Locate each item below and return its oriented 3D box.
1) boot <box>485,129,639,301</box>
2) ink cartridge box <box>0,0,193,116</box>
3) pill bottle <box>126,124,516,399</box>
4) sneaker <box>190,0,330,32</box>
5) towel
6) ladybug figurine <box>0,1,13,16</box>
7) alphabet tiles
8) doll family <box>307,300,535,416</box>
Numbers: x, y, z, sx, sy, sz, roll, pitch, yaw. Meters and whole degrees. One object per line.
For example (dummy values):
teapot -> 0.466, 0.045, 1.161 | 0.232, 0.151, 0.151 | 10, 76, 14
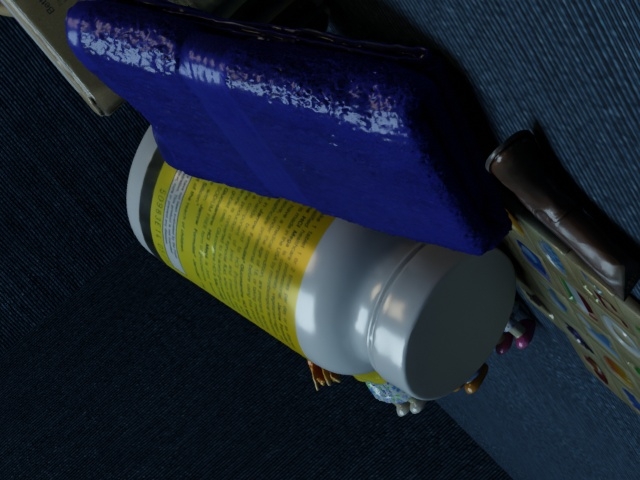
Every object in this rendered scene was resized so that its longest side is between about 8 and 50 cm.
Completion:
boot -> 0.159, -0.014, 1.086 | 0.114, 0.037, 0.106 | 51, -171, 21
ink cartridge box -> -0.187, -0.255, 1.423 | 0.235, 0.193, 0.088 | 51, 175, -20
pill bottle -> 0.000, 0.000, 1.501 | 0.334, 0.188, 0.188 | 32, 166, 35
sneaker -> -0.107, -0.252, 1.308 | 0.292, 0.110, 0.118 | 53, -177, -39
towel -> -0.018, -0.094, 1.279 | 0.308, 0.076, 0.228 | 17, 162, 29
ladybug figurine -> -0.388, -0.383, 1.995 | 0.305, 0.162, 0.449 | 33, 167, -38
alphabet tiles -> 0.238, 0.087, 1.341 | 0.342, 0.011, 0.285 | 45, 174, 45
doll family -> 0.069, 0.094, 1.647 | 0.163, 0.118, 0.263 | 38, 146, -22
